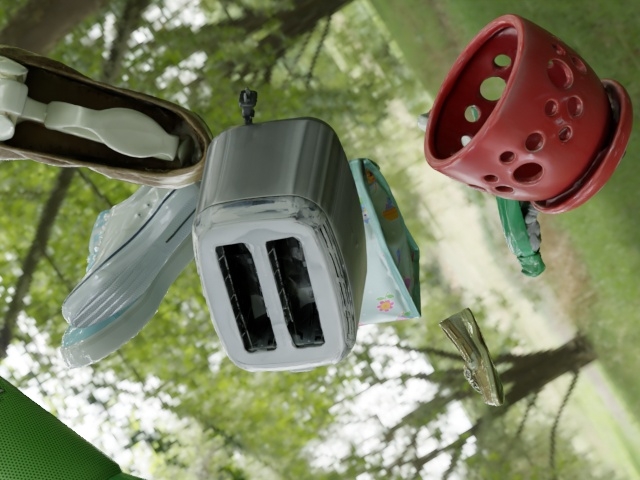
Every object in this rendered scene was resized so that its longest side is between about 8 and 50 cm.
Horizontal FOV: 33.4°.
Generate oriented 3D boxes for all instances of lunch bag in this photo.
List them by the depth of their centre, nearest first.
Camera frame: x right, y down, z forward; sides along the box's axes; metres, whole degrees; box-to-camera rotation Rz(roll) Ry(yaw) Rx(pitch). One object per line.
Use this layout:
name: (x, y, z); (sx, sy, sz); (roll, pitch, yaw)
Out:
lunch bag: (0.000, 0.000, 1.457); (0.262, 0.224, 0.160); (60, -155, -43)

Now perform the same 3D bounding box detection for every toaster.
toaster: (-0.032, 0.002, 0.885); (0.146, 0.129, 0.226); (-85, -14, -55)

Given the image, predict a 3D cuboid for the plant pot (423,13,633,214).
plant pot: (0.234, -0.129, 1.188); (0.174, 0.191, 0.191); (27, -163, -17)

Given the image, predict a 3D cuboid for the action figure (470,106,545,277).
action figure: (0.254, -0.064, 1.378); (0.137, 0.064, 0.232); (-127, 25, -79)

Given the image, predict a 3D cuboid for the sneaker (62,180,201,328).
sneaker: (-0.259, 0.005, 1.437); (0.091, 0.258, 0.094); (41, 175, 26)

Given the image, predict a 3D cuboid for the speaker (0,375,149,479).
speaker: (-0.234, 0.138, 0.674); (0.297, 0.131, 0.131); (33, -178, 12)

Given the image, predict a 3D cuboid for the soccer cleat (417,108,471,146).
soccer cleat: (0.230, -0.149, 1.675); (0.196, 0.076, 0.068); (15, -163, -30)

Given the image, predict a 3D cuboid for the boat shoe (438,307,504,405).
boat shoe: (0.191, 0.151, 1.346); (0.056, 0.048, 0.153); (59, -169, -45)

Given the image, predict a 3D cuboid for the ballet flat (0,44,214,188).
ballet flat: (-0.258, -0.121, 1.037); (0.343, 0.116, 0.124); (15, 178, -20)

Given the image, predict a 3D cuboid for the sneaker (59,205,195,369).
sneaker: (-0.307, 0.041, 1.583); (0.150, 0.135, 0.366); (54, -149, -18)
